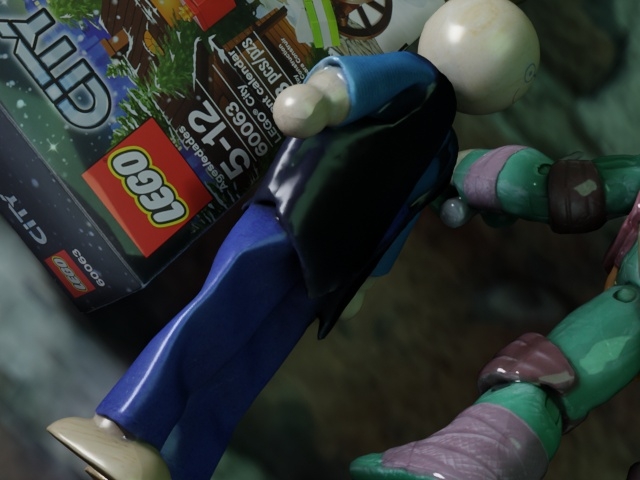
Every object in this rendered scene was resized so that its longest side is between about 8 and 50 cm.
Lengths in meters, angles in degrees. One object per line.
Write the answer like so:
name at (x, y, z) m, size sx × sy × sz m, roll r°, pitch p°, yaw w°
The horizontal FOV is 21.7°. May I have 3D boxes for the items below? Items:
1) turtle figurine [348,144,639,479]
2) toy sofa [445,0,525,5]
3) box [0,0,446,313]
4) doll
turtle figurine at (0.113, 0.018, 0.542) m, size 0.175 × 0.118 × 0.234 m, roll 34°, pitch 60°, yaw 3°
toy sofa at (0.176, -0.214, 0.646) m, size 0.362 × 0.150 × 0.177 m, roll -19°, pitch 89°, yaw -36°
box at (-0.082, -0.117, 0.509) m, size 0.233 × 0.044 × 0.159 m, roll 52°, pitch 55°, yaw -10°
doll at (0.000, 0.000, 0.494) m, size 0.046 × 0.129 × 0.189 m, roll 32°, pitch 75°, yaw 21°
